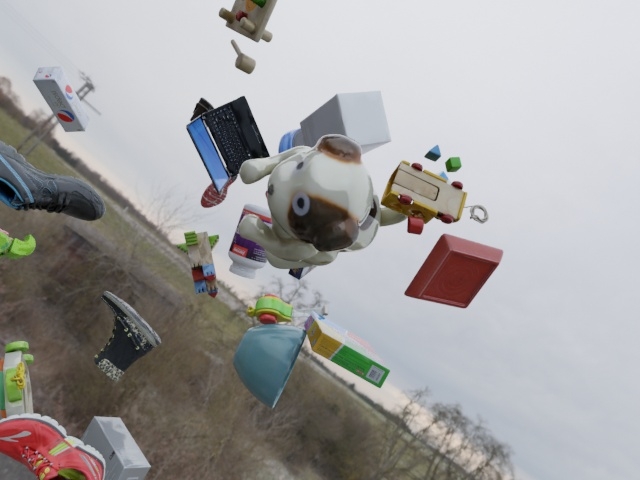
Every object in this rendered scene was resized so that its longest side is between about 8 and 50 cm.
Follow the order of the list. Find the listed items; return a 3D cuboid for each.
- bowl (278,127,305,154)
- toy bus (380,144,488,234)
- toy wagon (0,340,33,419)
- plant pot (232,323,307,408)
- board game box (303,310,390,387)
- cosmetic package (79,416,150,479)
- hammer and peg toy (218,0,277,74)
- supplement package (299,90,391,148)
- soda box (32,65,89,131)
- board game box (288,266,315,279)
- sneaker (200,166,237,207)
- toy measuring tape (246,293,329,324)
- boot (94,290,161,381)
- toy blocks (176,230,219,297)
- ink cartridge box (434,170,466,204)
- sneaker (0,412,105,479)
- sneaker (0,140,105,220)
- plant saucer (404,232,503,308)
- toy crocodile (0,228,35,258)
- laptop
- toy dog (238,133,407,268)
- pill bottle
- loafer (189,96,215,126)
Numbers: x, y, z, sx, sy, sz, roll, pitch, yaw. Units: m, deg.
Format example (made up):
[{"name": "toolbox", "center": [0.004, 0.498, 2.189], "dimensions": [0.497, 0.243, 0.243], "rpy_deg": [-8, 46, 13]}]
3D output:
[{"name": "bowl", "center": [-0.034, -0.351, 2.200], "dimensions": [0.077, 0.391, 0.391], "rpy_deg": [-25, -55, 35]}, {"name": "toy bus", "center": [0.236, -0.090, 1.046], "dimensions": [0.104, 0.190, 0.202], "rpy_deg": [123, -54, -68]}, {"name": "toy wagon", "center": [-0.811, 0.411, 1.257], "dimensions": [0.344, 0.068, 0.267], "rpy_deg": [-55, -130, 52]}, {"name": "plant pot", "center": [-0.191, 0.411, 1.648], "dimensions": [0.195, 0.290, 0.290], "rpy_deg": [24, -15, 5]}, {"name": "board game box", "center": [0.073, 0.343, 1.520], "dimensions": [0.242, 0.064, 0.316], "rpy_deg": [31, -1, -8]}, {"name": "cosmetic package", "center": [-0.624, 0.650, 1.399], "dimensions": [0.238, 0.127, 0.107], "rpy_deg": [27, -3, 37]}, {"name": "hammer and peg toy", "center": [-0.258, -0.803, 1.661], "dimensions": [0.127, 0.361, 0.266], "rpy_deg": [13, 23, -43]}, {"name": "supplement package", "center": [0.079, -0.376, 1.611], "dimensions": [0.293, 0.175, 0.178], "rpy_deg": [-9, -86, 63]}, {"name": "soda box", "center": [-0.849, -0.460, 1.542], "dimensions": [0.073, 0.069, 0.216], "rpy_deg": [-3, -35, 0]}, {"name": "board game box", "center": [0.000, 0.000, 1.416], "dimensions": [0.042, 0.243, 0.165], "rpy_deg": [28, -60, 17]}, {"name": "sneaker", "center": [-0.434, -0.216, 1.985], "dimensions": [0.088, 0.225, 0.092], "rpy_deg": [44, -36, -17]}, {"name": "toy measuring tape", "center": [-0.138, 0.261, 1.799], "dimensions": [0.329, 0.122, 0.121], "rpy_deg": [-6, -30, 16]}, {"name": "boot", "center": [-0.627, 0.287, 1.419], "dimensions": [0.236, 0.178, 0.085], "rpy_deg": [44, -13, 3]}, {"name": "toy blocks", "center": [-0.530, 0.124, 2.112], "dimensions": [0.381, 0.190, 0.261], "rpy_deg": [131, -53, -72]}, {"name": "ink cartridge box", "center": [0.346, -0.129, 1.352], "dimensions": [0.122, 0.052, 0.088], "rpy_deg": [51, -26, -13]}, {"name": "sneaker", "center": [-0.616, 0.493, 1.058], "dimensions": [0.279, 0.107, 0.118], "rpy_deg": [37, 3, -20]}, {"name": "sneaker", "center": [-0.736, -0.118, 1.214], "dimensions": [0.125, 0.140, 0.340], "rpy_deg": [-35, -45, 29]}, {"name": "plant saucer", "center": [0.442, 0.118, 1.522], "dimensions": [0.258, 0.259, 0.048], "rpy_deg": [14, 29, -23]}, {"name": "toy crocodile", "center": [-1.015, -0.022, 1.347], "dimensions": [0.340, 0.105, 0.115], "rpy_deg": [25, -35, -34]}, {"name": "laptop", "center": [-0.295, -0.323, 1.552], "dimensions": [0.136, 0.264, 0.234], "rpy_deg": [22, -41, 57]}, {"name": "toy dog", "center": [0.006, -0.065, 1.037], "dimensions": [0.395, 0.285, 0.408], "rpy_deg": [13, -6, 5]}, {"name": "pill bottle", "center": [-0.306, 0.002, 2.122], "dimensions": [0.181, 0.323, 0.181], "rpy_deg": [19, 1, 0]}, {"name": "loafer", "center": [-0.492, -0.503, 1.929], "dimensions": [0.080, 0.078, 0.220], "rpy_deg": [38, -26, -4]}]
